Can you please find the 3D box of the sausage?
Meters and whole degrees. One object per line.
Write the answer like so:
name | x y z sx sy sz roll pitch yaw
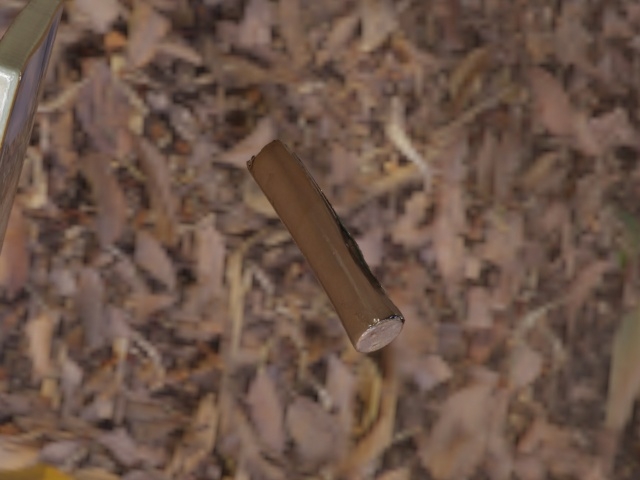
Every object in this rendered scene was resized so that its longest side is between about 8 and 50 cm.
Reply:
sausage | 0.000 0.000 0.824 0.026 0.116 0.026 -22 145 -16

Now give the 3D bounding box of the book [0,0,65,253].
book | -0.223 0.042 1.172 0.262 0.028 0.374 -93 -161 -74
